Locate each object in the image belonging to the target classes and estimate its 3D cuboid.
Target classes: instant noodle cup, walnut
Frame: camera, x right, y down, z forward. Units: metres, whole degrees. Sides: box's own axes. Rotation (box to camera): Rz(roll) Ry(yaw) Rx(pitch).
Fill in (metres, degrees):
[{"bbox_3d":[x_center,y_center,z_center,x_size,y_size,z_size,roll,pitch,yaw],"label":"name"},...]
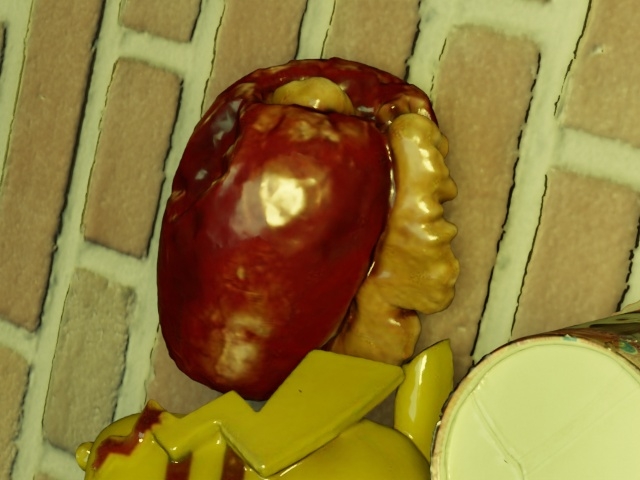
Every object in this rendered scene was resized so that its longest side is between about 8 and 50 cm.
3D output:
[{"bbox_3d":[0.215,0.152,1.173,0.243,0.231,0.243,-1,88,36],"label":"instant noodle cup"},{"bbox_3d":[0.000,0.000,1.361,0.244,0.222,0.269,20,117,16],"label":"walnut"}]

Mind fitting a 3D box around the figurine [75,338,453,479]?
[{"bbox_3d":[-0.029,0.191,1.290,0.326,0.169,0.218,1,59,3],"label":"figurine"}]
